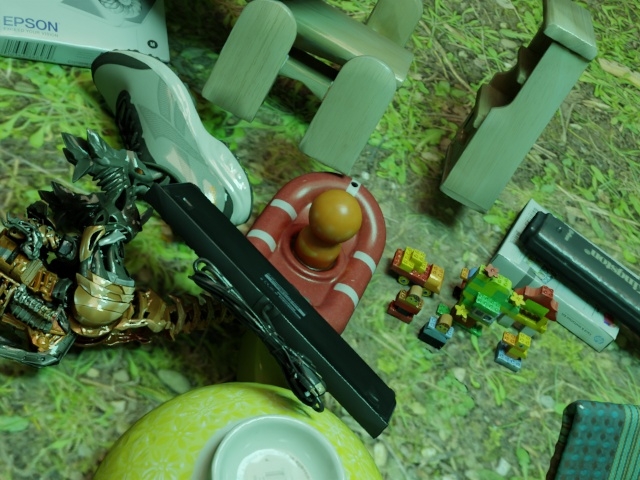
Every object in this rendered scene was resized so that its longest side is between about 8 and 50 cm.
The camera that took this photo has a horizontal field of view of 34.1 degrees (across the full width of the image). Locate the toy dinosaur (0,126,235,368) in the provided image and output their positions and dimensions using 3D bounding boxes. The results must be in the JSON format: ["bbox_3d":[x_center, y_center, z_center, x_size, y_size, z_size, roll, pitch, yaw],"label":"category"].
[{"bbox_3d":[-0.238,0.033,1.043,0.322,0.164,0.218,28,53,-38],"label":"toy dinosaur"}]

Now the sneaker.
[{"bbox_3d":[-0.190,-0.117,1.204,0.108,0.100,0.271,-25,68,-36],"label":"sneaker"}]

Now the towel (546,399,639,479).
[{"bbox_3d":[0.375,0.301,1.066,0.370,0.271,0.040,10,11,-20],"label":"towel"}]

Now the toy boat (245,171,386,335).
[{"bbox_3d":[0.000,0.000,1.168,0.151,0.151,0.231,32,44,-1],"label":"toy boat"}]

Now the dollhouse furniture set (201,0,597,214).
[{"bbox_3d":[0.108,-0.254,1.315,0.394,0.256,0.362,29,28,-4],"label":"dollhouse furniture set"}]

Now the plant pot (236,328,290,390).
[{"bbox_3d":[-0.043,0.135,1.082,0.081,0.081,0.083,21,53,-12],"label":"plant pot"}]

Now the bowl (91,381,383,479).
[{"bbox_3d":[-0.055,0.235,0.900,0.290,0.156,0.289,9,55,-14],"label":"bowl"}]

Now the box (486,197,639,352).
[{"bbox_3d":[0.328,0.043,1.399,0.186,0.038,0.145,35,44,4],"label":"box"}]

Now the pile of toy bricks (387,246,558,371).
[{"bbox_3d":[0.190,0.068,1.250,0.212,0.105,0.118,27,44,-6],"label":"pile of toy bricks"}]

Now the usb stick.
[{"bbox_3d":[0.382,0.062,1.353,0.278,0.045,0.077,38,45,5],"label":"usb stick"}]

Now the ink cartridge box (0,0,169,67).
[{"bbox_3d":[-0.310,-0.321,1.327,0.223,0.045,0.224,3,60,-27],"label":"ink cartridge box"}]

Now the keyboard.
[{"bbox_3d":[-0.051,0.066,0.984,0.317,0.033,0.201,45,10,4],"label":"keyboard"}]
